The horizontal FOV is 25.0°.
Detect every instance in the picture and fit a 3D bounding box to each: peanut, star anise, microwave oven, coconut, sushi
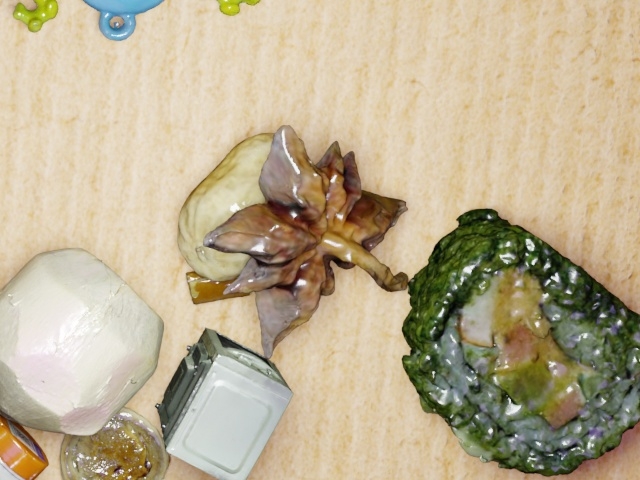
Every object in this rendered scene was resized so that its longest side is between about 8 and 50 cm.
[{"bbox_3d":[-0.102,-0.050,1.904,0.129,0.129,0.224,35,88,-10],"label":"peanut"},{"bbox_3d":[-0.003,0.000,1.857,0.292,0.109,0.350,-34,132,-14],"label":"star anise"},{"bbox_3d":[-0.134,0.212,1.887,0.129,0.205,0.163,31,90,-10],"label":"microwave oven"},{"bbox_3d":[-0.330,0.136,1.840,0.227,0.227,0.230,45,81,-10],"label":"coconut"},{"bbox_3d":[0.271,0.154,1.955,0.352,0.178,0.294,38,92,-14],"label":"sushi"}]

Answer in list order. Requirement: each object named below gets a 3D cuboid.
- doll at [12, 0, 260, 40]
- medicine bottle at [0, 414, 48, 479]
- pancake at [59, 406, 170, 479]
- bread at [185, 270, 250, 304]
[{"bbox_3d":[-0.232,-0.423,1.859,0.346,0.099,0.341,6,97,-12],"label":"doll"},{"bbox_3d":[-0.491,0.354,1.872,0.288,0.157,0.157,-42,100,-2],"label":"medicine bottle"},{"bbox_3d":[-0.280,0.296,1.964,0.151,0.025,0.152,-1,95,-7],"label":"pancake"},{"bbox_3d":[-0.139,0.060,1.955,0.083,0.036,0.047,-10,100,-5],"label":"bread"}]
